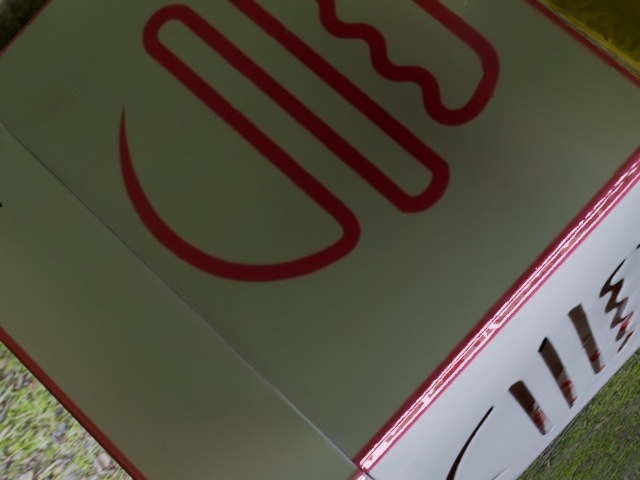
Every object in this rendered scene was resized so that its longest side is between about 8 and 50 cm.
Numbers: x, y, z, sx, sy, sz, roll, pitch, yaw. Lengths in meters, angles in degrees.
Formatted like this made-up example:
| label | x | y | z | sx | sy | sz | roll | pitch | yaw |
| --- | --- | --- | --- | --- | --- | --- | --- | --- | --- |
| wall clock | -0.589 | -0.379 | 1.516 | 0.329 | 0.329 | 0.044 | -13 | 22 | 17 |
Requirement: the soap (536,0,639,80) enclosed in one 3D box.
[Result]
| label | x | y | z | sx | sy | sz | roll | pitch | yaw |
| --- | --- | --- | --- | --- | --- | --- | --- | --- | --- |
| soap | 0.188 | -0.151 | 0.942 | 0.091 | 0.315 | 0.199 | -51 | 156 | 7 |

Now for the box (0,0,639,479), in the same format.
| label | x | y | z | sx | sy | sz | roll | pitch | yaw |
| --- | --- | --- | --- | --- | --- | --- | --- | --- | --- |
| box | 0.000 | 0.000 | 0.866 | 0.300 | 0.312 | 0.314 | -48 | 159 | -2 |
